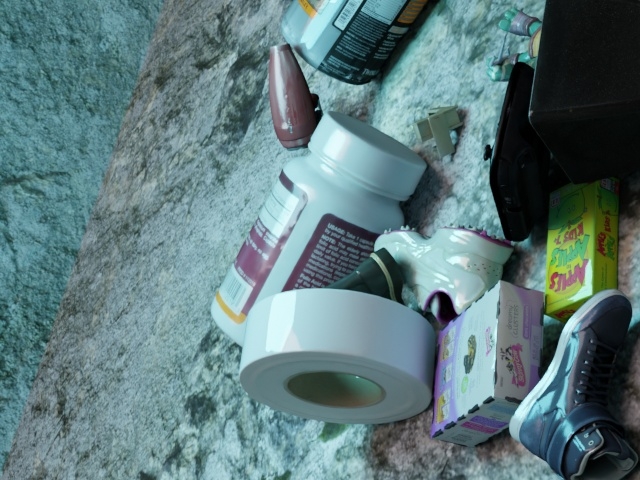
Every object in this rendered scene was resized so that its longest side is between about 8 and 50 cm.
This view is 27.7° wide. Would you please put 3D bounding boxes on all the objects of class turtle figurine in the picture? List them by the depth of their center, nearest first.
[{"bbox_3d":[0.315,-0.291,1.884,0.175,0.118,0.234,-54,10,-5],"label":"turtle figurine"}]

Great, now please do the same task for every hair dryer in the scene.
[{"bbox_3d":[-0.045,-0.240,2.381,0.080,0.293,0.223,-13,48,5],"label":"hair dryer"}]

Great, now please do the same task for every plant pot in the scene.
[{"bbox_3d":[0.376,-0.194,1.604,0.167,0.188,0.187,-2,66,30],"label":"plant pot"}]

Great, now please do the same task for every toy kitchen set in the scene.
[{"bbox_3d":[0.182,-0.172,2.107,0.075,0.083,0.068,6,117,63],"label":"toy kitchen set"}]

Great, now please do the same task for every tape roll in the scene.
[{"bbox_3d":[0.024,0.175,1.892,0.286,0.286,0.100,-32,45,51],"label":"tape roll"}]

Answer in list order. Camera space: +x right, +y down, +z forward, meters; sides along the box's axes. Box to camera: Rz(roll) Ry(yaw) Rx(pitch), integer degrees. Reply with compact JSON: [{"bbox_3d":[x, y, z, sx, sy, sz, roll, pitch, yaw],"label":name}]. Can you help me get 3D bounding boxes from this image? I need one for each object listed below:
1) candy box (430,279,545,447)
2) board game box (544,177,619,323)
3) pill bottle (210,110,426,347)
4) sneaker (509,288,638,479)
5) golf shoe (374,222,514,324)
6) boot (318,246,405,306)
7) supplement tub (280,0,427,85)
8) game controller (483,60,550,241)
[{"bbox_3d":[0.221,0.167,1.720,0.196,0.070,0.164,130,152,-60],"label":"candy box"},{"bbox_3d":[0.340,0.008,1.689,0.092,0.043,0.181,-30,45,51],"label":"board game box"},{"bbox_3d":[0.000,0.000,2.139,0.392,0.224,0.224,-61,27,14],"label":"pill bottle"},{"bbox_3d":[0.332,0.181,1.528,0.226,0.086,0.163,-62,28,9],"label":"sneaker"},{"bbox_3d":[0.161,0.052,1.926,0.306,0.115,0.140,-4,72,64],"label":"golf shoe"},{"bbox_3d":[0.056,0.107,1.955,0.137,0.198,0.077,-28,46,-13],"label":"boot"},{"bbox_3d":[0.093,-0.465,2.332,0.338,0.207,0.207,-55,29,25],"label":"supplement tub"},{"bbox_3d":[0.262,-0.110,1.704,0.319,0.067,0.166,54,-139,-70],"label":"game controller"}]
